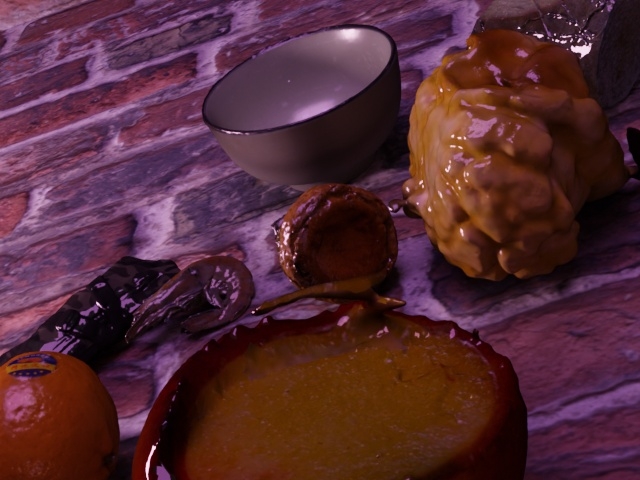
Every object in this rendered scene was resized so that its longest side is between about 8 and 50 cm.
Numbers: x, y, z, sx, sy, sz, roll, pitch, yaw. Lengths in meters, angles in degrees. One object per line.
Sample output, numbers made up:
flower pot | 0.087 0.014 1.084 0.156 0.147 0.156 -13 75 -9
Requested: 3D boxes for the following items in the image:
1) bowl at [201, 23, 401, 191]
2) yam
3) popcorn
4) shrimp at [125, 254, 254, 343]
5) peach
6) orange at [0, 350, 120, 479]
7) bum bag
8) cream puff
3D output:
bowl | -0.011 -0.207 1.930 0.353 0.185 0.354 -16 33 10
yam | 0.390 -0.324 1.850 0.271 0.201 0.202 22 23 39
popcorn | 0.284 -0.109 1.540 0.381 0.349 0.349 2 31 -9
shrimp | -0.197 0.101 1.706 0.223 0.047 0.126 -36 59 -25
peach | 0.006 0.243 1.133 0.406 0.310 0.335 -23 46 -30
orange | -0.356 0.251 1.444 0.193 0.219 0.219 5 32 -9
bum bag | -0.357 0.129 1.737 0.144 0.095 0.340 30 59 33
cream puff | 0.000 0.000 1.644 0.183 0.183 0.169 -36 19 -20
